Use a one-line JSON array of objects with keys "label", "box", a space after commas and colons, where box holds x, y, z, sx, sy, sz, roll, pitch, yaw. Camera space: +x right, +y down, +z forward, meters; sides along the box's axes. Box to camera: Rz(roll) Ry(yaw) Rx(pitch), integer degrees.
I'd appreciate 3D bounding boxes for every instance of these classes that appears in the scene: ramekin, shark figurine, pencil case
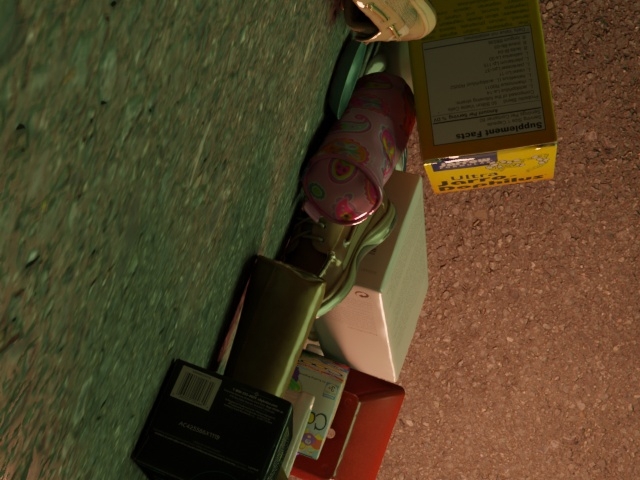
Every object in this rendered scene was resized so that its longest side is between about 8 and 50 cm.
[{"label": "ramekin", "box": [-0.093, 0.326, 1.565, 0.207, 0.109, 0.207, 19, 90, -85]}, {"label": "shark figurine", "box": [0.177, -0.285, 1.713, 0.166, 0.116, 0.278, -61, 146, -13]}, {"label": "pencil case", "box": [0.058, -0.136, 1.416, 0.284, 0.124, 0.124, -64, 172, -50]}]

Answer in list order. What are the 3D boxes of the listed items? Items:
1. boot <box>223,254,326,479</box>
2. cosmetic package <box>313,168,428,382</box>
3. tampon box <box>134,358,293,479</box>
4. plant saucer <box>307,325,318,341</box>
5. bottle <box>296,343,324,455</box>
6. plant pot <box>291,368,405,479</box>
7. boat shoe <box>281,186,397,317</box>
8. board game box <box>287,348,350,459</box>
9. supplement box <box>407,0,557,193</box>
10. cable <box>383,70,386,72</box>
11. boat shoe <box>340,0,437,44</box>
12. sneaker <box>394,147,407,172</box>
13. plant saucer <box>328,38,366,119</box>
[{"label": "boot", "box": [-0.056, 0.165, 1.108, 0.236, 0.089, 0.269, 21, -90, 54]}, {"label": "cosmetic package", "box": [0.088, 0.066, 1.804, 0.453, 0.161, 0.230, 74, 34, -62]}, {"label": "tampon box", "box": [-0.098, 0.198, 0.950, 0.161, 0.120, 0.101, 97, 14, -69]}, {"label": "plant saucer", "box": [0.011, 0.129, 2.038, 0.168, 0.029, 0.168, -28, 132, -36]}, {"label": "bottle", "box": [-0.048, 0.397, 2.425, 0.118, 0.092, 0.283, 4, 105, -84]}, {"label": "plant pot", "box": [-0.004, 0.389, 2.074, 0.236, 0.267, 0.267, 35, 74, -72]}, {"label": "boat shoe", "box": [0.000, 0.000, 1.430, 0.324, 0.123, 0.116, -53, 130, -46]}, {"label": "board game box", "box": [-0.038, 0.286, 1.806, 0.275, 0.144, 0.142, 9, 100, -86]}, {"label": "supplement box", "box": [0.239, -0.273, 1.498, 0.195, 0.194, 0.356, 43, 41, -73]}, {"label": "cable", "box": [0.113, -0.285, 1.808, 0.150, 0.047, 0.184, 101, 9, -59]}, {"label": "boat shoe", "box": [0.067, -0.278, 1.120, 0.098, 0.109, 0.302, -31, 178, 5]}, {"label": "sneaker", "box": [0.117, -0.093, 2.218, 0.131, 0.112, 0.319, -62, 170, -76]}, {"label": "plant saucer", "box": [0.034, -0.224, 1.332, 0.119, 0.021, 0.119, 20, 90, -85]}]
